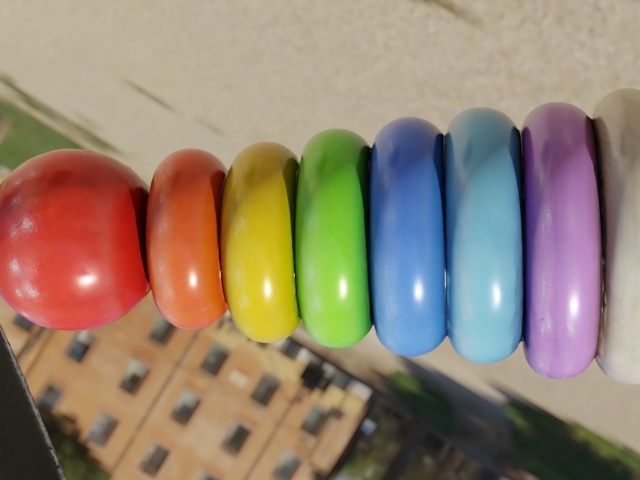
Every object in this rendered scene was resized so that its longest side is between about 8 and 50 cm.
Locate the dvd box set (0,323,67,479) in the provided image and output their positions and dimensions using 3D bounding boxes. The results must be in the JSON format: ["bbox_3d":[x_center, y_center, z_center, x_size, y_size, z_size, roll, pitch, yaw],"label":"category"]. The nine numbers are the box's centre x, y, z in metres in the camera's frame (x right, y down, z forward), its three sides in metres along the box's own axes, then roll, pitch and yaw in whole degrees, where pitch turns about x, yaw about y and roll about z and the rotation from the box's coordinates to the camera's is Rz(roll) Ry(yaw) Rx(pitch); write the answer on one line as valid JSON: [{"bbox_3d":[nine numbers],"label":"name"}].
[{"bbox_3d":[-0.219,0.287,1.454,0.420,0.062,0.308,89,156,-55],"label":"dvd box set"}]

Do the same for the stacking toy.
[{"bbox_3d":[0.000,0.000,0.832,0.330,0.141,0.141,-1,174,4],"label":"stacking toy"}]
